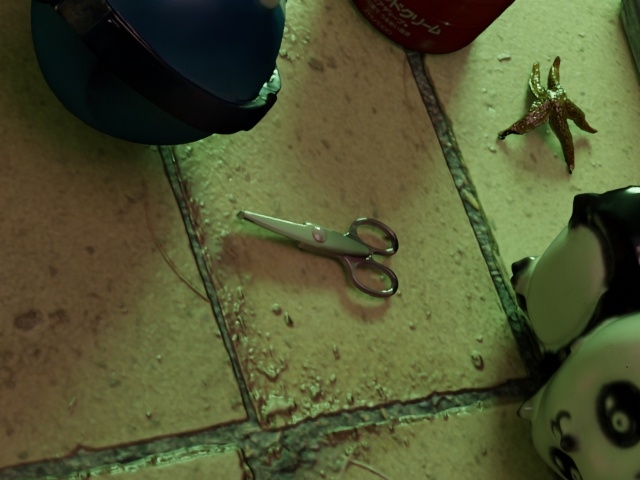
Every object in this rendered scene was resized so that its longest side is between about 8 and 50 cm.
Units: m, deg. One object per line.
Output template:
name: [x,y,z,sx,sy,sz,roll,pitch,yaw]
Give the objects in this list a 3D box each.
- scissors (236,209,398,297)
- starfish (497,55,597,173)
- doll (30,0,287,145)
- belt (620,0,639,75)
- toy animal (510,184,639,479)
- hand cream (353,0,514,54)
scissors: [0.000,0.000,1.503,0.176,0.022,0.085,18,57,-25]
starfish: [0.248,-0.136,1.714,0.130,0.041,0.133,-23,77,-36]
doll: [-0.154,-0.230,1.416,0.284,0.240,0.310,22,33,-52]
belt: [0.444,-0.258,1.845,0.126,0.139,0.230,3,60,-35]
toy animal: [0.313,0.121,1.471,0.251,0.251,0.310,11,56,-25]
hand cream: [0.127,-0.306,1.686,0.193,0.125,0.193,14,57,-22]
